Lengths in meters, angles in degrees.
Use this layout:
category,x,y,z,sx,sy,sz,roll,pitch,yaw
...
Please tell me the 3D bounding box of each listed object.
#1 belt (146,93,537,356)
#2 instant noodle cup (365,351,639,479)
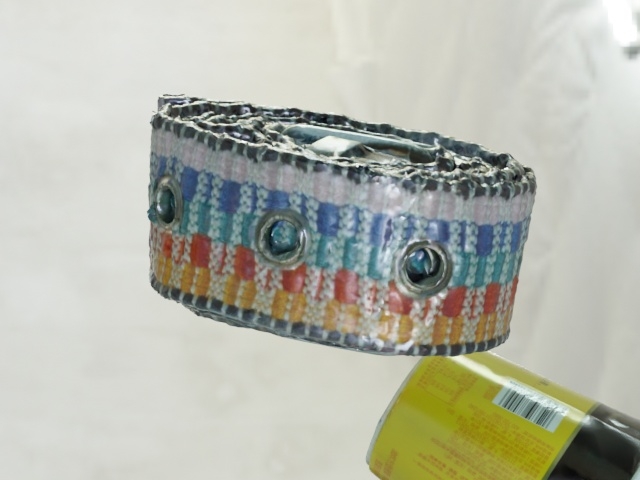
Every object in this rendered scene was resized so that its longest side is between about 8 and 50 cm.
category,x,y,z,sx,sy,sz,roll,pitch,yaw
belt,0.000,0.000,1.360,0.207,0.295,0.160,-46,145,-73
instant noodle cup,0.177,0.203,1.722,0.215,0.236,0.215,-53,165,-21
